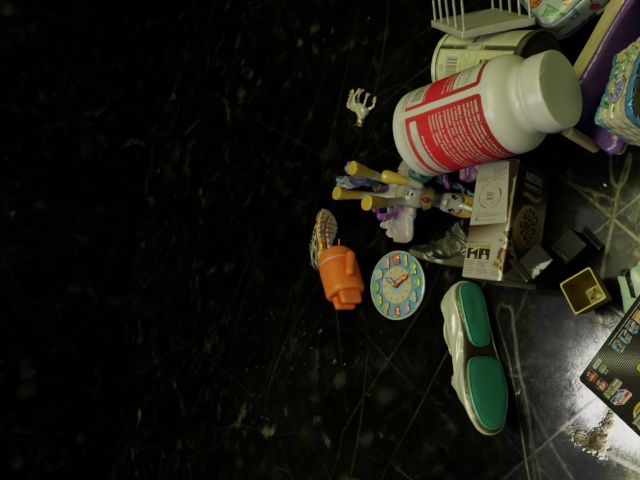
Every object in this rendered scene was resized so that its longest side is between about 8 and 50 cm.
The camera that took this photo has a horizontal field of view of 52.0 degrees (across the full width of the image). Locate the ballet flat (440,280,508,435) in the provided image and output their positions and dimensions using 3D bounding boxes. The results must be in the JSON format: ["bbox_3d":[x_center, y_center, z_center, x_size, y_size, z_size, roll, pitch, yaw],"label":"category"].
[{"bbox_3d":[0.386,0.305,1.691,0.139,0.139,0.400,-28,56,39],"label":"ballet flat"}]

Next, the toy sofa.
[{"bbox_3d":[0.684,-0.392,1.527,0.177,0.150,0.363,41,110,46],"label":"toy sofa"}]

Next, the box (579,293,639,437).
[{"bbox_3d":[0.689,0.263,1.342,0.216,0.060,0.270,49,133,37],"label":"box"}]

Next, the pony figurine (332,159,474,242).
[{"bbox_3d":[0.229,-0.131,1.846,0.351,0.363,0.303,26,106,63],"label":"pony figurine"}]

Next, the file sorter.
[{"bbox_3d":[0.416,-0.653,1.733,0.278,0.192,0.173,-107,5,-64],"label":"file sorter"}]

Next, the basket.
[{"bbox_3d":[0.715,-0.307,1.323,0.289,0.201,0.255,-1,66,65],"label":"basket"}]

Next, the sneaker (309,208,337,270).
[{"bbox_3d":[0.000,0.000,2.201,0.083,0.084,0.215,-8,75,50],"label":"sneaker"}]

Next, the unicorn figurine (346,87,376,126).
[{"bbox_3d":[0.135,-0.446,2.201,0.111,0.060,0.162,-62,28,16],"label":"unicorn figurine"}]

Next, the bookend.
[{"bbox_3d":[0.555,0.032,1.543,0.156,0.157,0.072,-52,48,25],"label":"bookend"}]

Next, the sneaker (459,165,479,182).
[{"bbox_3d":[0.402,-0.261,1.840,0.104,0.095,0.236,-41,53,42],"label":"sneaker"}]

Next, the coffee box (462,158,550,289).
[{"bbox_3d":[0.469,-0.038,1.646,0.118,0.168,0.297,4,83,47],"label":"coffee box"}]

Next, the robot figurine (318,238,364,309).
[{"bbox_3d":[0.065,0.108,2.068,0.128,0.158,0.219,-18,61,5],"label":"robot figurine"}]

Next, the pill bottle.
[{"bbox_3d":[0.387,-0.300,1.555,0.407,0.229,0.229,-11,72,50],"label":"pill bottle"}]

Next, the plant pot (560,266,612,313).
[{"bbox_3d":[0.619,0.120,1.506,0.081,0.083,0.082,-39,54,33],"label":"plant pot"}]

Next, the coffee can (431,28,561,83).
[{"bbox_3d":[0.463,-0.456,1.740,0.275,0.201,0.202,21,95,48],"label":"coffee can"}]

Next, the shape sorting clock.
[{"bbox_3d":[0.227,0.133,1.952,0.206,0.040,0.206,-15,68,44],"label":"shape sorting clock"}]

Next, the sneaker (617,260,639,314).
[{"bbox_3d":[0.745,0.086,1.367,0.256,0.094,0.151,-28,66,42],"label":"sneaker"}]

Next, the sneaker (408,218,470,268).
[{"bbox_3d":[0.354,0.009,1.820,0.227,0.087,0.130,4,81,44],"label":"sneaker"}]

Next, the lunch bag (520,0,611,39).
[{"bbox_3d":[0.633,-0.680,1.688,0.243,0.115,0.303,-42,51,29],"label":"lunch bag"}]
